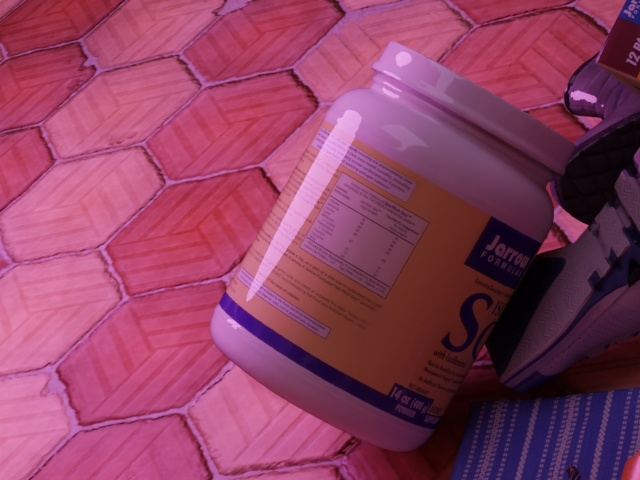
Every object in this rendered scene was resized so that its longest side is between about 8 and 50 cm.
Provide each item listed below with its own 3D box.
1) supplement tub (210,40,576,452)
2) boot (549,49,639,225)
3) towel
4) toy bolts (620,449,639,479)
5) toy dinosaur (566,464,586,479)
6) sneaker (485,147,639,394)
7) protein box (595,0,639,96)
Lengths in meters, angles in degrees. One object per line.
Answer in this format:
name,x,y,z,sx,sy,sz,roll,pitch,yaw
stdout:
supplement tub,0.071,0.005,1.835,0.331,0.241,0.241,-60,35,4
boot,0.335,-0.130,2.114,0.338,0.118,0.223,-27,27,-25
towel,0.263,0.206,1.713,0.336,0.040,0.243,-8,34,25
toy bolts,0.339,0.203,1.481,0.228,0.218,0.158,29,64,19
toy dinosaur,0.211,0.224,1.657,0.090,0.047,0.082,-37,10,0
sneaker,0.314,0.048,1.837,0.315,0.182,0.127,-46,29,23
protein box,0.393,-0.162,1.767,0.200,0.201,0.136,27,93,30
